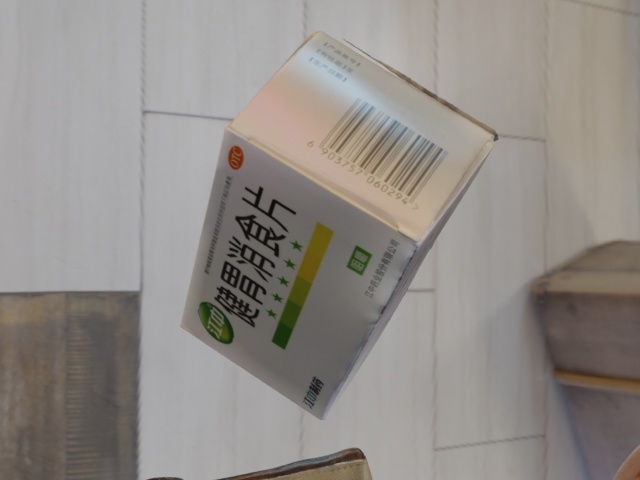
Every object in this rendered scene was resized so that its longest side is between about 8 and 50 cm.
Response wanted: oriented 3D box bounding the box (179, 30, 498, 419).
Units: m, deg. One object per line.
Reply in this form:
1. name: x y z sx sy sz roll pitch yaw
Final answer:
1. box: 0.000 0.002 0.918 0.173 0.332 0.145 34 55 8

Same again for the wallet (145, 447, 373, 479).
1. wallet: -0.074 0.407 1.330 0.336 0.068 0.274 -6 94 -22

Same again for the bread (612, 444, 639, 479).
1. bread: 0.349 0.238 0.892 0.107 0.241 0.136 40 76 -15
